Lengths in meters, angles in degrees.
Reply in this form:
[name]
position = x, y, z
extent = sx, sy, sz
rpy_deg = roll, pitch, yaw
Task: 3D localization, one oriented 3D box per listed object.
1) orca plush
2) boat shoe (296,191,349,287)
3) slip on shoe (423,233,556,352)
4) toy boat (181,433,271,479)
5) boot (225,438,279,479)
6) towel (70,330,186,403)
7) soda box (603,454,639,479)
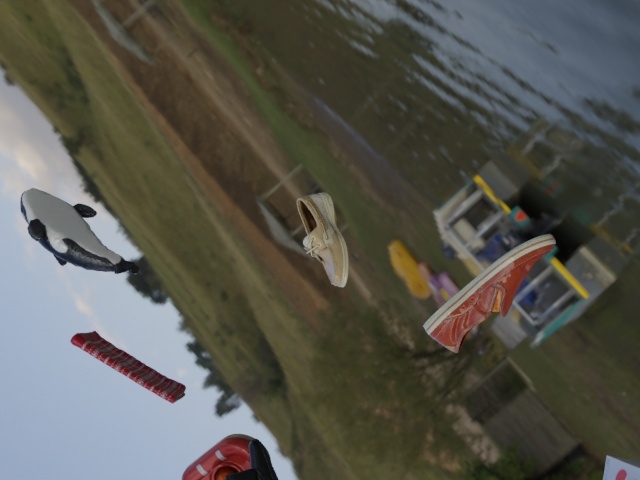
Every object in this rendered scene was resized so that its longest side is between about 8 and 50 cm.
[orca plush]
position = -0.505, 0.008, 1.812
extent = 0.287, 0.102, 0.151
rpy_deg = 26, -141, 2
[boat shoe]
position = 0.000, 0.000, 1.366
extent = 0.063, 0.059, 0.170
rpy_deg = 112, 149, -49
[slip on shoe]
position = 0.366, 0.109, 1.840
extent = 0.101, 0.331, 0.123
rpy_deg = 49, -170, 12
[toy boat]
position = -0.223, 0.577, 2.109
extent = 0.151, 0.231, 0.151
rpy_deg = 46, -170, -19
[boot]
position = -0.149, 0.479, 1.817
extent = 0.121, 0.099, 0.045
rpy_deg = 62, 146, 21
[towel]
position = -0.439, 0.290, 2.036
extent = 0.274, 0.031, 0.199
rpy_deg = 31, 176, 2
[soda box]
position = 0.519, 0.391, 1.372
extent = 0.073, 0.069, 0.216
rpy_deg = 11, 175, -5
